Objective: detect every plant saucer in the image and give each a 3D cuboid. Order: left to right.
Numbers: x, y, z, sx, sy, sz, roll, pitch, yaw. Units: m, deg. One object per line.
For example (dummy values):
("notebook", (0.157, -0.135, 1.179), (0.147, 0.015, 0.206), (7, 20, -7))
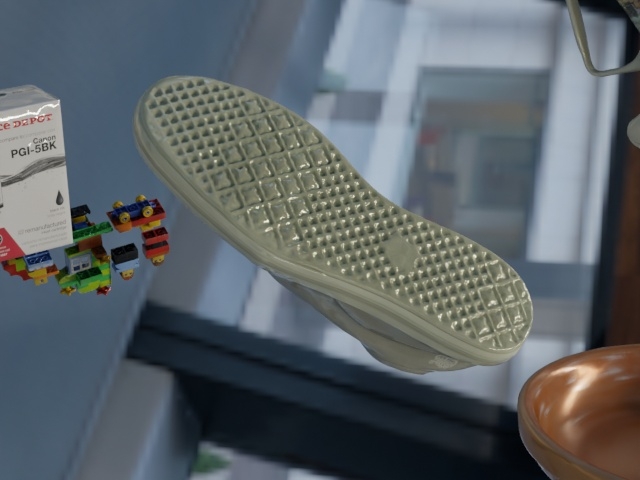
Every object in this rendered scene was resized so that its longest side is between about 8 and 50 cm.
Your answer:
("plant saucer", (0.190, 0.098, 0.801), (0.200, 0.200, 0.037), (-54, 149, -70))

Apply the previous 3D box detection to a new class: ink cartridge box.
("ink cartridge box", (-0.273, -0.056, 1.495), (0.099, 0.056, 0.135), (-16, 115, -30))

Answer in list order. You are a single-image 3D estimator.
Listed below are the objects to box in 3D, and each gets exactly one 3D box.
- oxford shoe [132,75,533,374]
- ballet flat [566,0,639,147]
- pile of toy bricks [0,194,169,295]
("oxford shoe", (0.000, 0.000, 1.711), (0.130, 0.449, 0.169), (-39, -157, 54))
("ballet flat", (0.183, -0.099, 0.921), (0.221, 0.079, 0.077), (60, 16, 8))
("pile of toy bricks", (-0.290, 0.027, 2.199), (0.118, 0.212, 0.105), (-124, -154, -43))
